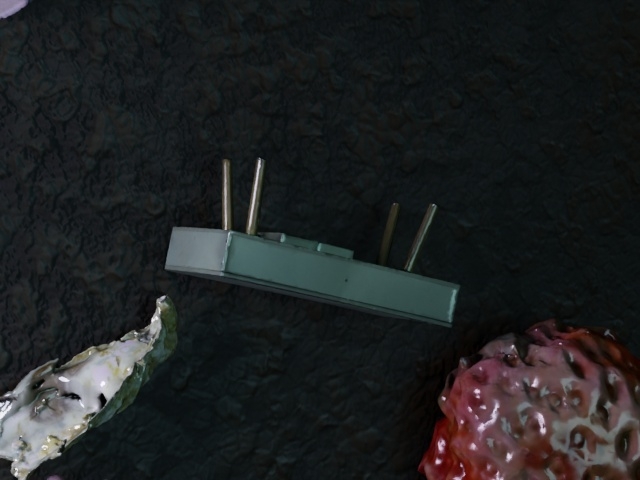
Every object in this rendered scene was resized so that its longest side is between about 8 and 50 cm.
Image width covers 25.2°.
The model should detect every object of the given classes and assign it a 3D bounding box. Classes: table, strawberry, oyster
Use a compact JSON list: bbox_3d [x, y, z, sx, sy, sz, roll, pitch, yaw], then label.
[{"bbox_3d":[0.000,0.000,1.296,0.240,0.121,0.111,13,85,-30],"label":"table"},{"bbox_3d":[0.253,0.242,1.381,0.265,0.149,0.336,-23,86,-12],"label":"strawberry"},{"bbox_3d":[-0.196,0.136,1.223,0.200,0.106,0.061,-25,144,-12],"label":"oyster"}]

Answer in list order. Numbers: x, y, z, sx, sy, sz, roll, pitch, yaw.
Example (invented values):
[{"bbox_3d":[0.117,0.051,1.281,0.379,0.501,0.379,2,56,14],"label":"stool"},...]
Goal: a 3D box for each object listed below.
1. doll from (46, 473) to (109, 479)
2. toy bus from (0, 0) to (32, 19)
[{"bbox_3d":[-0.234,0.301,1.192,0.262,0.093,0.211,-7,99,-31],"label":"doll"},{"bbox_3d":[-0.331,-0.316,1.109,0.317,0.112,0.138,43,68,-25],"label":"toy bus"}]
